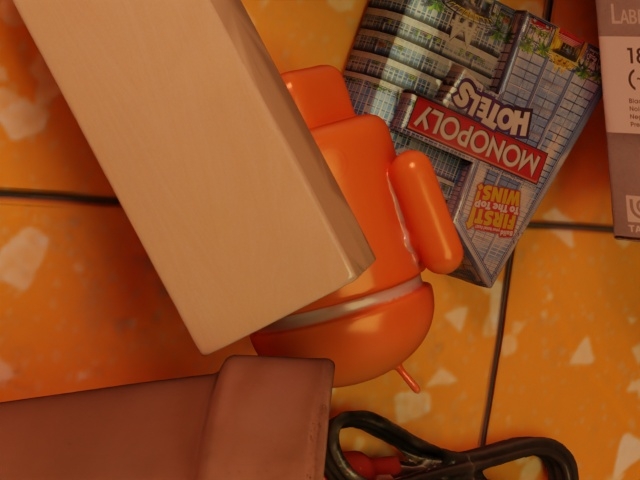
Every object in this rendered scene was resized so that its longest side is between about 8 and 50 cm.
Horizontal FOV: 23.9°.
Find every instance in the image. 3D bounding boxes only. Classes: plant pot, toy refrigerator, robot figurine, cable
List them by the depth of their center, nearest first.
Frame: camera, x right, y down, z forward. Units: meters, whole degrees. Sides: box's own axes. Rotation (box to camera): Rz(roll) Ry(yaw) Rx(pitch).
[{"bbox_3d":[-0.143,0.210,0.844,0.280,0.323,0.323,6,99,2],"label":"plant pot"},{"bbox_3d":[-0.078,-0.080,0.877,0.102,0.094,0.269,-28,92,12],"label":"toy refrigerator"},{"bbox_3d":[-0.001,0.000,0.982,0.158,0.128,0.219,-17,94,-9],"label":"robot figurine"},{"bbox_3d":[0.076,0.179,1.145,0.287,0.072,0.139,-13,91,-42],"label":"cable"}]

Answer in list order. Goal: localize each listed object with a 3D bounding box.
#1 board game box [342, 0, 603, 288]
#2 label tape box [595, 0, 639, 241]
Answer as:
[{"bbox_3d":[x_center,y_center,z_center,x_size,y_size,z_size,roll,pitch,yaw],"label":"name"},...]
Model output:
[{"bbox_3d":[0.101,-0.074,1.084,0.194,0.060,0.194,19,89,-34],"label":"board game box"},{"bbox_3d":[0.303,-0.189,1.122,0.240,0.106,0.333,-29,117,-45],"label":"label tape box"}]
